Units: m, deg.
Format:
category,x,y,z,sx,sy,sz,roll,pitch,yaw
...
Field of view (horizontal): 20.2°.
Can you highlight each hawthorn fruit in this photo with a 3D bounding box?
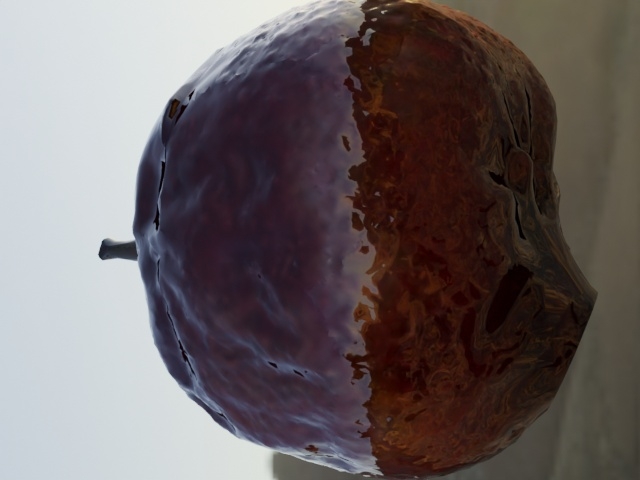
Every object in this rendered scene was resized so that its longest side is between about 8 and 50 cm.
category,x,y,z,sx,sy,sz,roll,pitch,yaw
hawthorn fruit,0.000,0.000,0.862,0.210,0.266,0.230,-38,-66,-42
